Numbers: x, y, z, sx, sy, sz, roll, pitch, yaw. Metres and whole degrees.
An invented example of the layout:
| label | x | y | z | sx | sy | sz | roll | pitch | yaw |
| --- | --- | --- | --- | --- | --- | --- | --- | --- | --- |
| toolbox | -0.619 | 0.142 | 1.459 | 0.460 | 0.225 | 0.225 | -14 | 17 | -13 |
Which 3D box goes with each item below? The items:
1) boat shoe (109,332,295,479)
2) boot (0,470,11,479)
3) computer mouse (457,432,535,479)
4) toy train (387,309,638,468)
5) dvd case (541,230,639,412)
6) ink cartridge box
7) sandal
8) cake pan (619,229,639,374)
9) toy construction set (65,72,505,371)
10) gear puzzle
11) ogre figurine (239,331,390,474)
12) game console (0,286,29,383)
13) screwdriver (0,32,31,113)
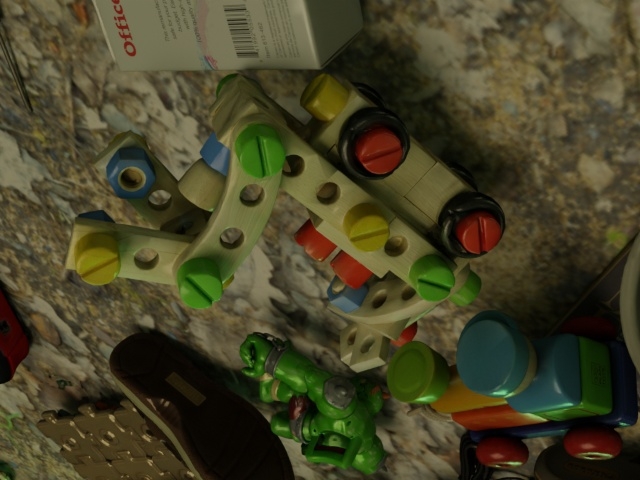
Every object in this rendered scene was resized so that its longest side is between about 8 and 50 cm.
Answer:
| label | x | y | z | sx | sy | sz | roll | pitch | yaw |
| --- | --- | --- | --- | --- | --- | --- | --- | --- | --- |
| boat shoe | -0.123 | 0.205 | 1.072 | 0.257 | 0.095 | 0.095 | 43 | 151 | 25 |
| boot | -0.539 | 0.392 | 1.543 | 0.158 | 0.084 | 0.059 | -25 | 111 | 43 |
| computer mouse | 0.240 | 0.293 | 0.962 | 0.262 | 0.060 | 0.184 | 22 | 137 | 14 |
| toy train | 0.107 | 0.118 | 0.785 | 0.143 | 0.105 | 0.248 | 20 | 154 | -36 |
| dvd case | 0.285 | 0.067 | 0.748 | 0.164 | 0.018 | 0.221 | 31 | 139 | 3 |
| ink cartridge box | -0.073 | -0.188 | 0.684 | 0.175 | 0.072 | 0.127 | 5 | 126 | 30 |
| sandal | 0.288 | 0.198 | 0.841 | 0.219 | 0.090 | 0.060 | 9 | 112 | 35 |
| cake pan | 0.345 | 0.042 | 0.634 | 0.293 | 0.054 | 0.293 | 13 | 128 | 18 |
| toy construction set | 0.000 | 0.000 | 0.725 | 0.215 | 0.151 | 0.328 | -47 | 133 | 12 |
| gear puzzle | -0.198 | 0.247 | 1.220 | 0.339 | 0.044 | 0.175 | -15 | 120 | 38 |
| ogre figurine | 0.001 | 0.172 | 0.975 | 0.118 | 0.097 | 0.197 | 15 | 126 | 37 |
| game console | -0.540 | 0.007 | 1.192 | 0.342 | 0.060 | 0.386 | 7 | 132 | 27 |
| screwdriver | -0.282 | -0.182 | 0.881 | 0.024 | 0.025 | 0.170 | 13 | 144 | 21 |
